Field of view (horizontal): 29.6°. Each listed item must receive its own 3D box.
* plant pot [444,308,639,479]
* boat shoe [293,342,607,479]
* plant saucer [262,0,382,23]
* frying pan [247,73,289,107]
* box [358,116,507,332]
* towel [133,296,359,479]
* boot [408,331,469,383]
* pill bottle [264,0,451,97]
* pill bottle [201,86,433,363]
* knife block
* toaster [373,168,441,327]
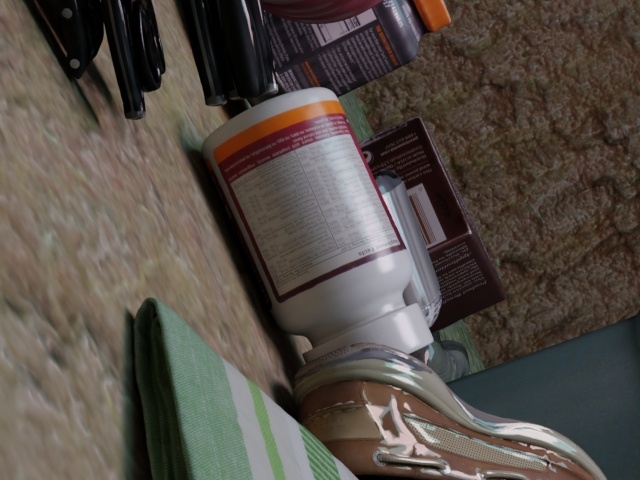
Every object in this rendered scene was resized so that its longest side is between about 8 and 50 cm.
[{"bbox_3d":[0.304,0.243,1.300,0.341,0.334,0.341,-18,90,-73],"label":"plant pot"},{"bbox_3d":[0.107,0.195,0.921,0.324,0.123,0.116,28,43,-27],"label":"boat shoe"},{"bbox_3d":[-0.045,-0.374,1.236,0.084,0.332,0.332,-37,105,-42],"label":"plant saucer"},{"bbox_3d":[-0.098,-0.223,1.270,0.326,0.053,0.197,56,0,33],"label":"frying pan"},{"bbox_3d":[0.094,-0.001,1.409,0.167,0.168,0.203,69,8,29],"label":"box"},{"bbox_3d":[0.023,0.198,0.623,0.325,0.038,0.248,47,12,-32],"label":"towel"},{"bbox_3d":[0.149,0.206,1.553,0.246,0.083,0.161,44,33,-64],"label":"boot"},{"bbox_3d":[0.027,-0.243,1.427,0.130,0.245,0.131,-24,90,-82],"label":"pill bottle"},{"bbox_3d":[0.000,0.000,0.966,0.221,0.121,0.121,66,8,6],"label":"pill bottle"},{"bbox_3d":[-0.080,-0.215,0.717,0.242,0.276,0.088,32,18,-14],"label":"knife block"},{"bbox_3d":[0.040,0.020,1.151,0.227,0.129,0.147,-48,115,-83],"label":"toaster"}]
